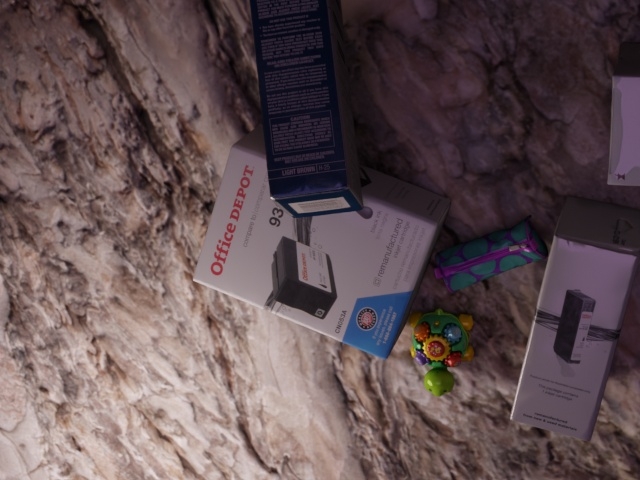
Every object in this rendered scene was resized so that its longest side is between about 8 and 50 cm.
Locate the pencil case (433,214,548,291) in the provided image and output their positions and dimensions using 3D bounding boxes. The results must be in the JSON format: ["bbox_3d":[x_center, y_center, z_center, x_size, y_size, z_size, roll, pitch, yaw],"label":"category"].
[{"bbox_3d":[0.238,0.021,1.734,0.151,0.070,0.064,-22,87,22],"label":"pencil case"}]

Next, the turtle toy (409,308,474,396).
[{"bbox_3d":[0.174,0.162,1.802,0.095,0.066,0.130,1,108,15],"label":"turtle toy"}]

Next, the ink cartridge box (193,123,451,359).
[{"bbox_3d":[0.000,0.000,1.763,0.307,0.129,0.223,22,112,8],"label":"ink cartridge box"}]

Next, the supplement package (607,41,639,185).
[{"bbox_3d":[0.430,-0.159,1.528,0.133,0.244,0.139,3,109,15],"label":"supplement package"}]

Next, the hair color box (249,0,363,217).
[{"bbox_3d":[-0.020,-0.215,1.602,0.105,0.174,0.347,-7,82,7],"label":"hair color box"}]

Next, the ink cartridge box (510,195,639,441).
[{"bbox_3d":[0.347,0.098,1.661,0.114,0.197,0.273,15,111,11],"label":"ink cartridge box"}]
